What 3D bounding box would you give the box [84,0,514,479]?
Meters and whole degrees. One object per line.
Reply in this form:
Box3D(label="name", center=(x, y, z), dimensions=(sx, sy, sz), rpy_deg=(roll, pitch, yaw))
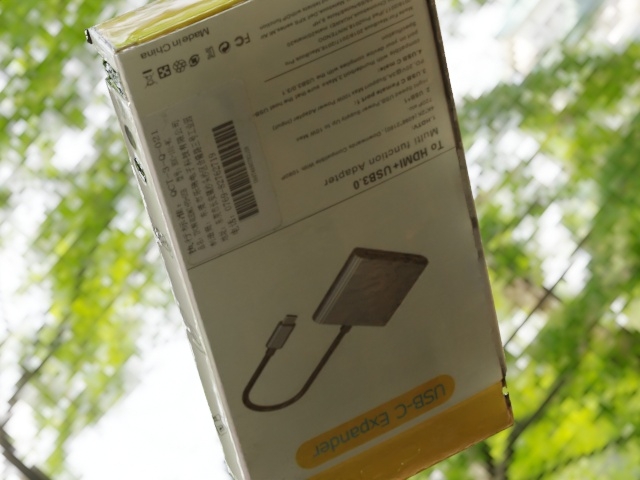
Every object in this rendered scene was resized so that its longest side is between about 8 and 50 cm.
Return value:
Box3D(label="box", center=(0.000, 0.000, 0.788), dimensions=(0.129, 0.033, 0.247), rpy_deg=(-24, -55, -16))
